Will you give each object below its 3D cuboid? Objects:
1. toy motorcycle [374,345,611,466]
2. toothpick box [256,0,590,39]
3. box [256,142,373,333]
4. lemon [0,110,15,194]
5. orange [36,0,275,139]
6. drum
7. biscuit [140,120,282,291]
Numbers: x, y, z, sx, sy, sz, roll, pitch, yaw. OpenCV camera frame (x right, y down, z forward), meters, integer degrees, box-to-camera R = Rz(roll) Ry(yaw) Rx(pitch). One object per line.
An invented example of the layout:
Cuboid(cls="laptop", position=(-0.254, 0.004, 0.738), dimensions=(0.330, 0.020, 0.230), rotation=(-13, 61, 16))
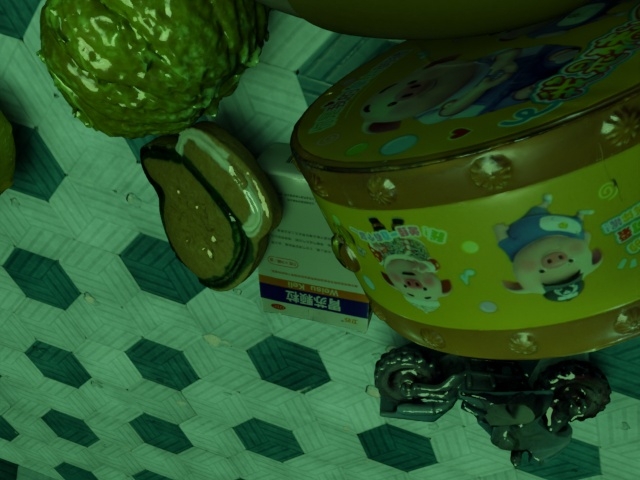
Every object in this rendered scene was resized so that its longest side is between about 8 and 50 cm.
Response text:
Cuboid(cls="toy motorcycle", position=(0.306, 0.308, 0.967), dimensions=(0.417, 0.172, 0.232), rotation=(3, 120, 5))
Cuboid(cls="toothpick box", position=(0.100, -0.361, 0.391), dimensions=(0.426, 0.409, 0.408), rotation=(11, 128, 13))
Cuboid(cls="box", position=(0.000, 0.000, 0.878), dimensions=(0.200, 0.106, 0.299), rotation=(10, 127, 13))
Cuboid(cls="lemon", position=(-0.652, -0.163, 0.891), dimensions=(0.234, 0.233, 0.288), rotation=(25, 131, -2))
Cuboid(cls="orange", position=(-0.191, -0.248, 0.630), dimensions=(0.223, 0.300, 0.301), rotation=(42, 124, -8))
Cuboid(cls="drum", position=(0.198, -0.097, 0.549), dimensions=(0.431, 0.431, 0.214), rotation=(-12, 120, 25))
Cuboid(cls="biscuit", position=(-0.201, -0.059, 0.861), dimensions=(0.287, 0.057, 0.343), rotation=(50, 142, 6))
